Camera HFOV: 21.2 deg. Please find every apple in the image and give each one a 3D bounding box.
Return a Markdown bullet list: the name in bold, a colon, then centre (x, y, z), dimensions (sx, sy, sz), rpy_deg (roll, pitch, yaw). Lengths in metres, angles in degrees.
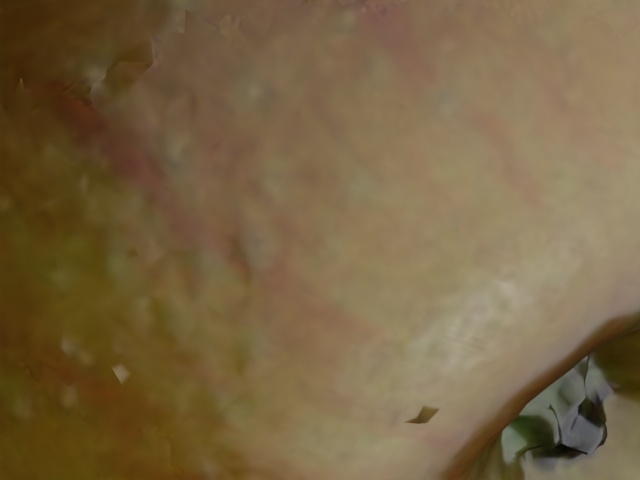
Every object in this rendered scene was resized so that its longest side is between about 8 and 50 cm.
- **apple**: centre (0.000, 0.000, 0.574), dimensions (0.333, 0.400, 0.400), rpy_deg (-125, -167, -62)
